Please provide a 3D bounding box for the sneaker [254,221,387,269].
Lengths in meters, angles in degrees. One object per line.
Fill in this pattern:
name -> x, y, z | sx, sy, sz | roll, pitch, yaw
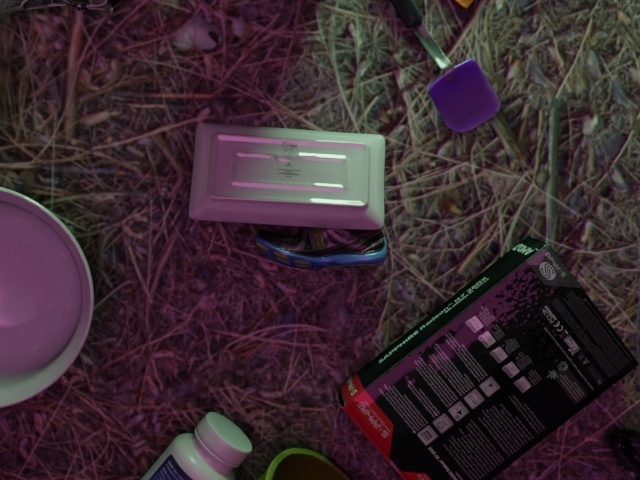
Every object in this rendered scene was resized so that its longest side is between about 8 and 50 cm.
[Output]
sneaker -> 0.000, 0.000, 1.117 | 0.188, 0.067, 0.078 | 1, 76, -2

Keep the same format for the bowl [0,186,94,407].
bowl -> -0.443, 0.066, 1.055 | 0.298, 0.134, 0.297 | -1, 98, -4

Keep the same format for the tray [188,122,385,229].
tray -> -0.043, -0.093, 1.086 | 0.271, 0.030, 0.145 | 3, 74, -4

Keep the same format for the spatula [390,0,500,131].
spatula -> 0.147, -0.285, 1.097 | 0.084, 0.030, 0.296 | -34, 98, 4

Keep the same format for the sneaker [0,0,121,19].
sneaker -> -0.315, -0.343, 1.023 | 0.281, 0.105, 0.115 | -24, 98, -1

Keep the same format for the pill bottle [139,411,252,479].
pill bottle -> -0.188, 0.343, 1.117 | 0.112, 0.112, 0.186 | 39, 94, -7

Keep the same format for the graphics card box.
graphics card box -> 0.239, 0.196, 1.134 | 0.371, 0.094, 0.232 | -40, 98, 3

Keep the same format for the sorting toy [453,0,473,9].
sorting toy -> 0.281, -0.480, 1.071 | 0.196, 0.047, 0.347 | 25, 95, -6

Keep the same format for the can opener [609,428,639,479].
can opener -> 0.504, 0.357, 1.191 | 0.059, 0.073, 0.186 | -40, 107, -6

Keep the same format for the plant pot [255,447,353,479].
plant pot -> -0.083, 0.536, 1.056 | 0.353, 0.366, 0.366 | -38, 98, 14
